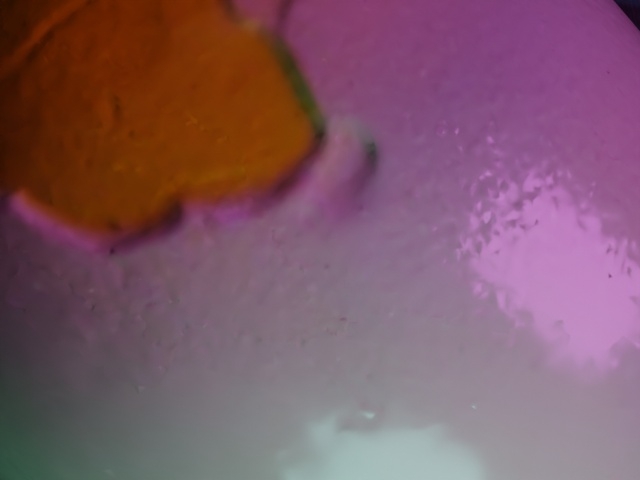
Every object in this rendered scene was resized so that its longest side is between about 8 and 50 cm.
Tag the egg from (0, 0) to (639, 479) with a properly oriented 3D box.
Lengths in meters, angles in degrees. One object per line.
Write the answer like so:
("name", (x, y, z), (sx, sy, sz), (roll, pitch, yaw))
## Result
("egg", (0.000, 0.000, 0.681), (0.283, 0.345, 0.283), (-56, 173, -10))
